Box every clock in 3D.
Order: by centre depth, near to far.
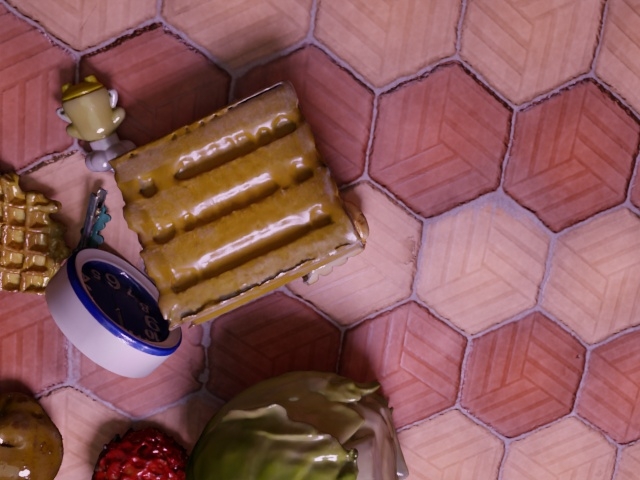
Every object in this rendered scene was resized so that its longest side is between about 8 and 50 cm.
[{"bbox_3d":[-0.339,0.118,1.227,0.083,0.230,0.230,-42,107,11],"label":"clock"}]

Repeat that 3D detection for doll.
[{"bbox_3d":[-0.365,-0.186,1.216,0.106,0.062,0.163,-18,108,4],"label":"doll"}]

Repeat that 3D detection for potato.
[{"bbox_3d":[-0.599,0.450,1.348,0.195,0.176,0.369,13,112,-38],"label":"potato"}]

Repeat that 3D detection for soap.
[{"bbox_3d":[-0.135,-0.054,1.192,0.335,0.156,0.294,-26,80,3],"label":"soap"}]

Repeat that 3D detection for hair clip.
[{"bbox_3d":[-0.395,-0.009,1.279,0.049,0.049,0.173,20,110,-12],"label":"hair clip"}]

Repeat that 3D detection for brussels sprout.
[{"bbox_3d":[-0.053,0.410,1.299,0.360,0.425,0.343,-7,65,18],"label":"brussels sprout"}]

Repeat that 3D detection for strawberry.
[{"bbox_3d":[-0.300,0.449,1.361,0.236,0.111,0.190,24,70,-10],"label":"strawberry"}]

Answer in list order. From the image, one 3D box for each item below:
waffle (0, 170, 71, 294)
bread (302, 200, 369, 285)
[{"bbox_3d":[-0.537,-0.025,1.251,0.229,0.057,0.219,7,107,-9],"label":"waffle"},{"bbox_3d":[0.000,0.000,1.300,0.177,0.084,0.119,-29,102,4],"label":"bread"}]
